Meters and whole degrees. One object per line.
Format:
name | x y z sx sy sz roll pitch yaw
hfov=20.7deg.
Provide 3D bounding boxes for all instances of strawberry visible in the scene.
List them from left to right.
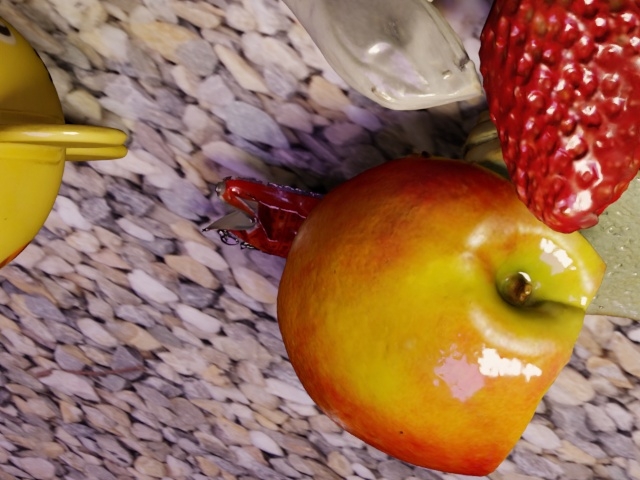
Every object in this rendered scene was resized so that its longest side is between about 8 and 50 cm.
strawberry | 0.236 -0.124 1.562 0.205 0.244 0.205 6 162 2

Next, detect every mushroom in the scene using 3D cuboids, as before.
mushroom | 0.004 -0.237 1.629 0.351 0.109 0.097 42 -176 9

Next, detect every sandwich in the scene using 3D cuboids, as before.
sandwich | 0.281 -0.028 1.805 0.249 0.095 0.273 6 143 28

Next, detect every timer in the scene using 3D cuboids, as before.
timer | -0.400 -0.111 1.892 0.387 0.376 0.376 -2 144 -5

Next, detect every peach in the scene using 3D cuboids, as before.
peach | 0.093 0.087 1.818 0.306 0.242 0.380 37 158 -1

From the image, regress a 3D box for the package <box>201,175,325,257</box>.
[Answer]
package | 0.000 0.000 2.021 0.269 0.071 0.194 21 158 -4
